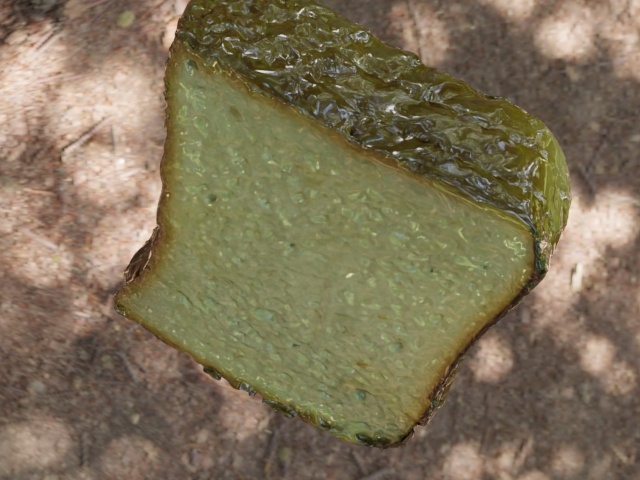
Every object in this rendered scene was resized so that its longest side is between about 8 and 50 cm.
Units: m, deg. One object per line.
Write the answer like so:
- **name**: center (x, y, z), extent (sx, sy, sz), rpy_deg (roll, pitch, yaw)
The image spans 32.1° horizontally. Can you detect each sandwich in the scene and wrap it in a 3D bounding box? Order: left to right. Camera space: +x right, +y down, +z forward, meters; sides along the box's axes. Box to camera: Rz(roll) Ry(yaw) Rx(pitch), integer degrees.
- **sandwich**: center (0.000, 0.000, 0.514), extent (0.186, 0.215, 0.065), rpy_deg (26, 52, 5)
